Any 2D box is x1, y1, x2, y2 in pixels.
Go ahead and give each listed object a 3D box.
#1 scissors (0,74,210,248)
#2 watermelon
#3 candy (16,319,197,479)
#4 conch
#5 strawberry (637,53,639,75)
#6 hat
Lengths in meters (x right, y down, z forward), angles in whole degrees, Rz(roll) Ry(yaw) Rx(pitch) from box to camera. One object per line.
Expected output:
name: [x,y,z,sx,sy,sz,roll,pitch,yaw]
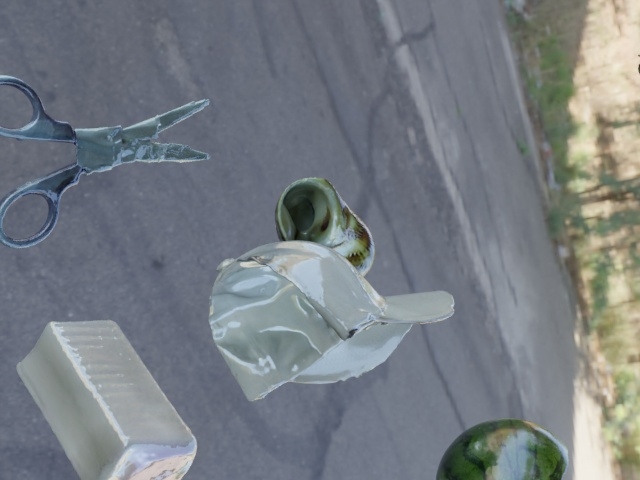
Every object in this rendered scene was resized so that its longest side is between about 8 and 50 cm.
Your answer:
scissors: [-0.334,-0.148,1.431,0.383,0.029,0.256,-17,108,-32]
watermelon: [0.240,0.325,1.296,0.127,0.204,0.232,51,17,-1]
candy: [-0.416,0.321,1.811,0.359,0.145,0.208,49,21,29]
conch: [-0.001,0.001,1.526,0.187,0.124,0.181,4,71,-29]
strawberry: [0.644,-0.254,1.308,0.292,0.343,0.292,43,19,-18]
hat: [0.022,0.077,1.178,0.301,0.258,0.168,-6,69,-35]
